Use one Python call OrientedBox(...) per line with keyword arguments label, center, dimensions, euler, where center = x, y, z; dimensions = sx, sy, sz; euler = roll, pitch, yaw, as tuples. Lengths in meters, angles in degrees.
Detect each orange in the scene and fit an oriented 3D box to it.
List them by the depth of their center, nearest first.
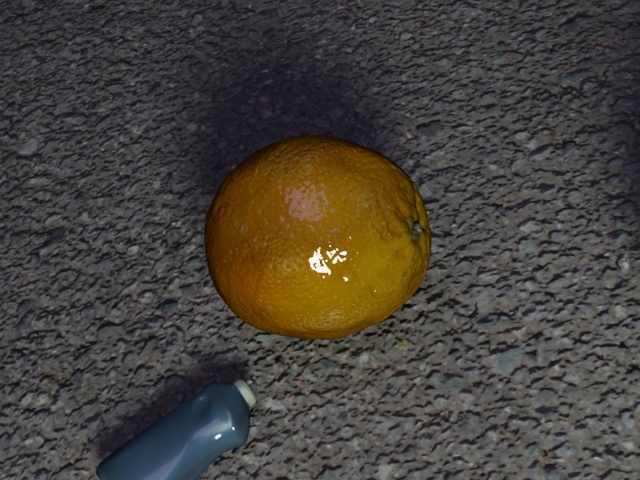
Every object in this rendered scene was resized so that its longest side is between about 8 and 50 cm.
OrientedBox(label="orange", center=(0.000, 0.000, 1.355), dimensions=(0.264, 0.264, 0.264), euler=(-10, 47, 10))

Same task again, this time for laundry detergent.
OrientedBox(label="laundry detergent", center=(-0.152, 0.230, 1.332), dimensions=(0.206, 0.061, 0.097), euler=(-38, 40, -17))
